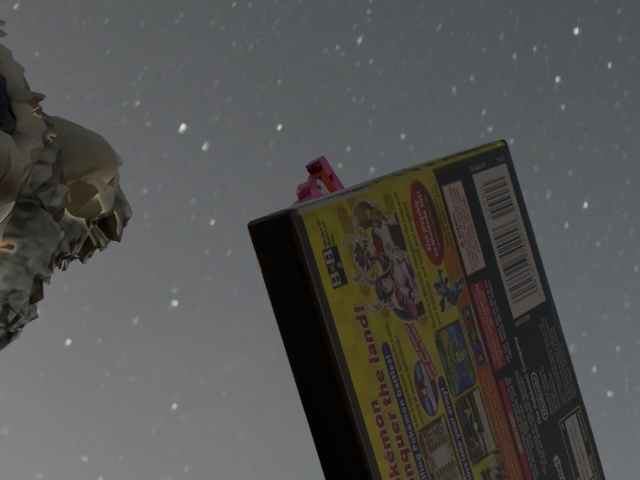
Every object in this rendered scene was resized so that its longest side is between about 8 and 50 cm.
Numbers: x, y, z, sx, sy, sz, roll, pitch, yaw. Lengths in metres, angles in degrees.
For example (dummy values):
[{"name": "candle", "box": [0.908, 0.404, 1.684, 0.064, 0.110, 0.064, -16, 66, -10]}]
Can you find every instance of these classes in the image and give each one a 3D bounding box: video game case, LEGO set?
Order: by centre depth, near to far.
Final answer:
[{"name": "video game case", "box": [0.081, 0.090, 0.727, 0.035, 0.248, 0.274, -14, -86, 38]}, {"name": "LEGO set", "box": [0.011, 0.046, 1.177, 0.087, 0.093, 0.227, -22, -74, 41]}]

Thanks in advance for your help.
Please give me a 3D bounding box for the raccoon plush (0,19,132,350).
[{"name": "raccoon plush", "box": [-0.260, -0.080, 0.451, 0.299, 0.216, 0.446, 48, -13, -33]}]
